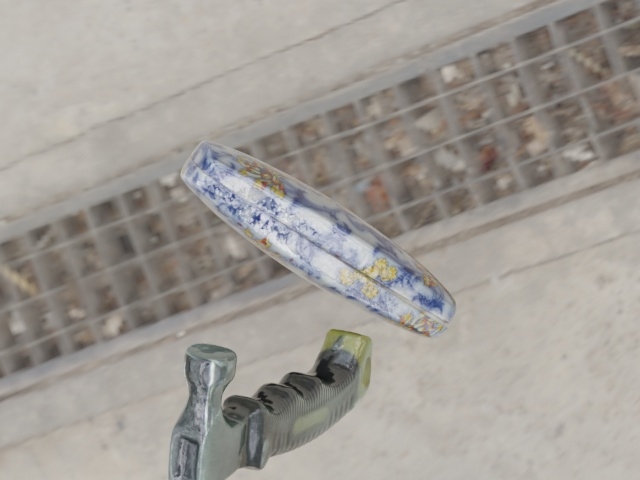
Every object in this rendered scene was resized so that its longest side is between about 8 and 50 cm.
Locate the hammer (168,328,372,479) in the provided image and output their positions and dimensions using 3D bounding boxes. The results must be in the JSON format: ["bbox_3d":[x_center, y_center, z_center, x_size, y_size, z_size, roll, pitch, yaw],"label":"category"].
[{"bbox_3d":[-0.034,0.128,1.387,0.041,0.226,0.159,15,111,27],"label":"hammer"}]

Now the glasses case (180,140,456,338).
[{"bbox_3d":[0.000,0.000,1.531,0.248,0.087,0.065,33,98,-16],"label":"glasses case"}]
